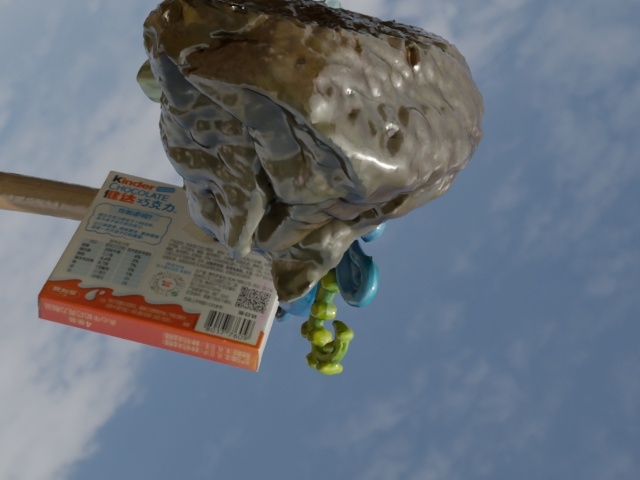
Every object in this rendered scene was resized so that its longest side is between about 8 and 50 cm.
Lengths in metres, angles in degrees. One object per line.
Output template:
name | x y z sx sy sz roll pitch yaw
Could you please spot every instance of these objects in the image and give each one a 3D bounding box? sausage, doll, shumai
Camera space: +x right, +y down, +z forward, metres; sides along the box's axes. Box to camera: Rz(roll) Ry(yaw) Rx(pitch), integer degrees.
sausage | -0.460 -0.071 1.778 0.066 0.301 0.066 -169 -90 -68
doll | 0.000 0.000 1.614 0.346 0.098 0.341 -102 -151 -49
shumai | -0.011 -0.044 0.687 0.218 0.184 0.185 -29 138 -67

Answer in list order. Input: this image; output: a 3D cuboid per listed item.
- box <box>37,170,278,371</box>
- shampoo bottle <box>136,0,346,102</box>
box | -0.177 0.030 1.443 0.273 0.048 0.265 13 -140 4
shampoo bottle | -0.073 -0.175 1.074 0.212 0.049 0.072 -13 -154 28
